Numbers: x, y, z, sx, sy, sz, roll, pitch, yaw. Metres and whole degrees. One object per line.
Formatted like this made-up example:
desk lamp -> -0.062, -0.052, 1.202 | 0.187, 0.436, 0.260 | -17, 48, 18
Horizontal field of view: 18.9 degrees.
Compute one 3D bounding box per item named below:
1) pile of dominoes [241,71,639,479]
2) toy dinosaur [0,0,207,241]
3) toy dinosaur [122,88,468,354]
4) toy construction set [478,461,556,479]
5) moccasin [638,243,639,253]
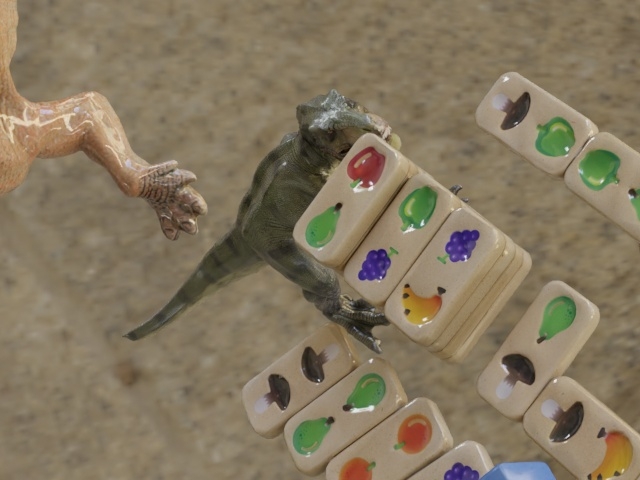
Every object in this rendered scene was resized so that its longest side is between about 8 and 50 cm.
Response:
pile of dominoes -> 0.079, 0.050, 0.763 | 0.196, 0.040, 0.251 | -54, 49, 4
toy dinosaur -> -0.164, -0.081, 0.728 | 0.127, 0.200, 0.295 | -8, 89, 35
toy dinosaur -> 0.000, 0.000, 1.005 | 0.268, 0.118, 0.064 | -47, 29, 50
toy construction set -> 0.024, 0.259, 0.706 | 0.237, 0.257, 0.309 | -19, 69, -15
moccasin -> 0.282, -0.125, 0.911 | 0.139, 0.147, 0.380 | 24, 117, 10
